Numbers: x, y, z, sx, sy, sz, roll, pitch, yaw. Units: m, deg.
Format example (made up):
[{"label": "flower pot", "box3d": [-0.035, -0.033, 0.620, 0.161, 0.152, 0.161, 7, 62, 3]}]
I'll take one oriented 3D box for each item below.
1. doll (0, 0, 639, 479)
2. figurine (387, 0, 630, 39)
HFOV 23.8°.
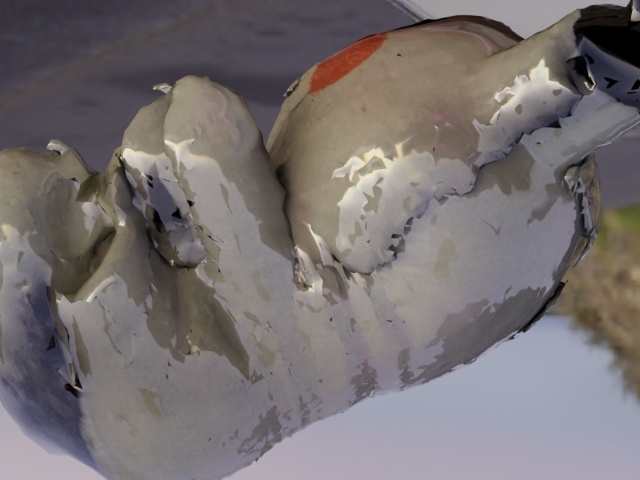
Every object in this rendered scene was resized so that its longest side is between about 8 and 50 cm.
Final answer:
[{"label": "doll", "box3d": [0.000, 0.000, 0.417, 0.192, 0.095, 0.149, -25, 160, -5]}, {"label": "figurine", "box3d": [0.105, -0.194, 0.747, 0.250, 0.141, 0.166, 21, 154, -21]}]
